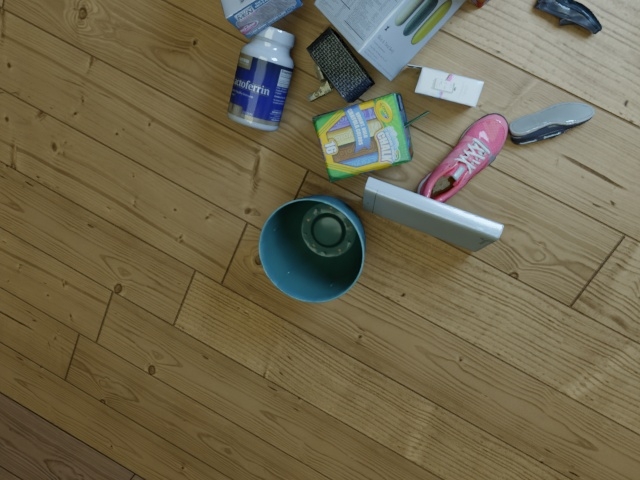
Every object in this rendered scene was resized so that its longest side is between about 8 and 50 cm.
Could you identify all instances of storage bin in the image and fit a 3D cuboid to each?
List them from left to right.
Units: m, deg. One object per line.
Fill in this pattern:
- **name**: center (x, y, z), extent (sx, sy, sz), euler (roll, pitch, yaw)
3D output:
- **storage bin**: center (0.057, -0.469, 1.261), extent (0.084, 0.122, 0.180), euler (-36, 95, 20)

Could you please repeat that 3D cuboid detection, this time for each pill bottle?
- **pill bottle**: center (-0.161, -0.453, 1.304), extent (0.153, 0.153, 0.265), euler (20, 109, 7)

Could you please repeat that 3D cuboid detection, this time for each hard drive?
- **hard drive**: center (0.287, -0.065, 1.273), extent (0.352, 0.233, 0.047), euler (21, 83, 7)

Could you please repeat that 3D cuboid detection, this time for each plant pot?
- **plant pot**: center (0.000, 0.000, 1.355), extent (0.292, 0.235, 0.293), euler (4, 107, 13)

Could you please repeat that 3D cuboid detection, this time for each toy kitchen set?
- **toy kitchen set**: center (-0.017, -0.446, 1.315), extent (0.075, 0.068, 0.083), euler (-22, 100, 19)

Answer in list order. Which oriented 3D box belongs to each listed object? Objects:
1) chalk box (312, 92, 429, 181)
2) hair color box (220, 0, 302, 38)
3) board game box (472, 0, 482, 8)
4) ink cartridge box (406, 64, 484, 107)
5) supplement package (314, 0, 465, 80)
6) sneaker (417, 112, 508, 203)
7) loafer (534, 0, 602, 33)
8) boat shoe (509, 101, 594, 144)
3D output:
- **chalk box**: center (0.153, -0.288, 1.262), extent (0.288, 0.180, 0.179), euler (-11, 103, 18)
- **hair color box**: center (-0.186, -0.716, 1.186), extent (0.173, 0.105, 0.348), euler (-23, 74, 19)
- **board game box**: center (0.381, -0.781, 0.963), extent (0.356, 0.356, 0.356), euler (-39, 94, 21)
- **ink cartridge box**: center (0.315, -0.405, 1.221), extent (0.198, 0.115, 0.067), euler (18, 110, 9)
- **supplement package**: center (0.170, -0.577, 1.129), extent (0.262, 0.199, 0.198), euler (-44, 67, 21)
- **sneaker**: center (0.387, -0.198, 1.254), extent (0.116, 0.136, 0.314), euler (40, 111, -1)
- **loafer**: center (0.607, -0.553, 1.142), extent (0.170, 0.062, 0.061), euler (40, 133, 4)
- **boat shoe**: center (0.600, -0.302, 1.223), extent (0.205, 0.075, 0.065), euler (-13, 146, 12)
